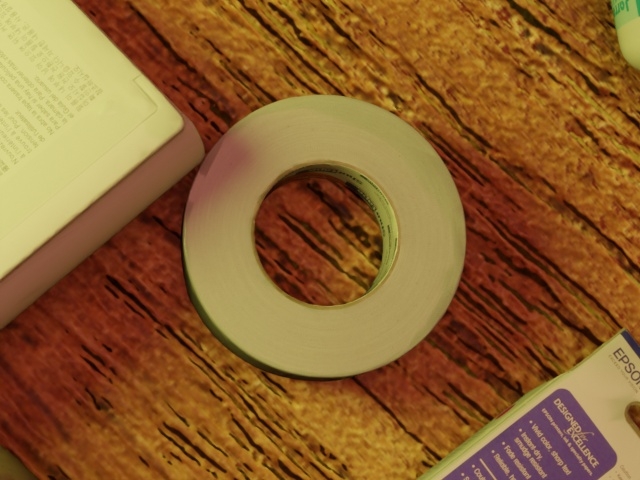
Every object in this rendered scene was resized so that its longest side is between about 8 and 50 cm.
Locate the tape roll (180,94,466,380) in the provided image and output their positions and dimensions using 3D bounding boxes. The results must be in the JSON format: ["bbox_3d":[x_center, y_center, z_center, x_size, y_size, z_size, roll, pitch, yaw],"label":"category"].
[{"bbox_3d":[0.000,0.000,1.371,0.219,0.072,0.219,1,82,-7],"label":"tape roll"}]

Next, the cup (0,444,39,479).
[{"bbox_3d":[-0.349,0.199,1.147,0.331,0.331,0.237,-34,54,-10],"label":"cup"}]

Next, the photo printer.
[{"bbox_3d":[-0.280,-0.057,1.303,0.307,0.107,0.256,-42,77,-13],"label":"photo printer"}]

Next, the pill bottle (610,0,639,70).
[{"bbox_3d":[0.299,-0.228,1.403,0.146,0.146,0.264,-9,83,-9],"label":"pill bottle"}]

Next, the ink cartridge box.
[{"bbox_3d":[0.140,0.246,1.361,0.371,0.069,0.175,-36,88,-8],"label":"ink cartridge box"}]
